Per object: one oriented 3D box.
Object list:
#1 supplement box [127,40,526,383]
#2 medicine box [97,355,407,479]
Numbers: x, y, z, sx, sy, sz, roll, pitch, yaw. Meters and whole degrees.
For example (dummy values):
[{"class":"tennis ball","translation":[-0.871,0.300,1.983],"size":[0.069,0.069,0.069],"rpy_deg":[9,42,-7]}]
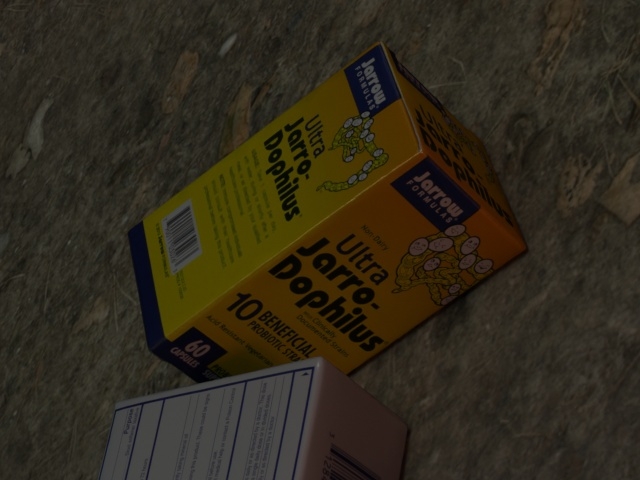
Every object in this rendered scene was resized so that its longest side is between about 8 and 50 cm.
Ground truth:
[{"class":"supplement box","translation":[0.000,0.000,1.848],"size":[0.356,0.194,0.195],"rpy_deg":[-36,40,17]},{"class":"medicine box","translation":[-0.086,0.283,1.739],"size":[0.289,0.149,0.263],"rpy_deg":[-16,50,36]}]
